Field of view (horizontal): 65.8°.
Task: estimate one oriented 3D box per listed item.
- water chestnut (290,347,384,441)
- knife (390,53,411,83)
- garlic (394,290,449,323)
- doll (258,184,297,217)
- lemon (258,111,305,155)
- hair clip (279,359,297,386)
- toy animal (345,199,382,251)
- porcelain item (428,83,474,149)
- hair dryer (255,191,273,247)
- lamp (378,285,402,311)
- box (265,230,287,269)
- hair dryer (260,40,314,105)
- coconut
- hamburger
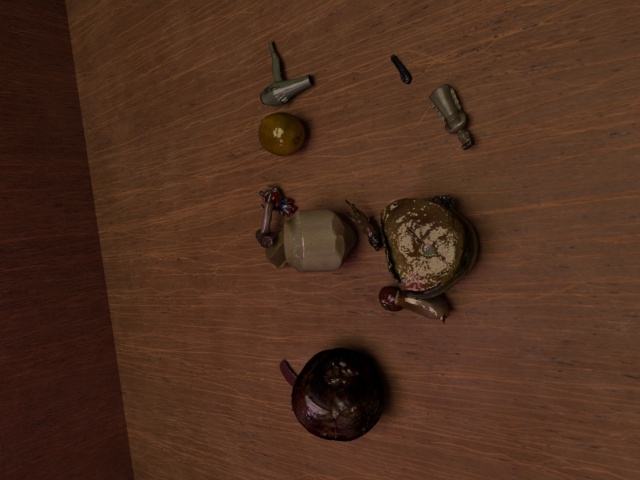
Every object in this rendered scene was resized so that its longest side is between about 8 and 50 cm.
[{"bbox_3d":[0.072,0.570,1.825,0.350,0.350,0.302,44,163,26],"label":"water chestnut"},{"bbox_3d":[0.266,-0.572,1.648,0.031,0.018,0.121,-40,69,33],"label":"knife"},{"bbox_3d":[0.350,0.218,1.617,0.198,0.129,0.090,29,116,37],"label":"garlic"},{"bbox_3d":[-0.181,-0.161,2.042,0.195,0.062,0.104,30,132,24],"label":"doll"},{"bbox_3d":[-0.153,-0.411,1.917,0.207,0.170,0.169,18,107,42],"label":"lemon"},{"bbox_3d":[-0.134,0.576,2.130,0.137,0.022,0.054,49,120,23],"label":"hair clip"},{"bbox_3d":[0.157,-0.062,1.764,0.069,0.086,0.219,-39,94,13],"label":"toy animal"},{"bbox_3d":[0.416,-0.377,1.530,0.084,0.054,0.213,-36,73,39],"label":"porcelain item"},{"bbox_3d":[-0.227,-0.092,2.030,0.195,0.054,0.220,-148,63,-75],"label":"hair dryer"},{"bbox_3d":[0.250,0.203,1.723,0.101,0.090,0.101,30,151,19],"label":"lamp"},{"bbox_3d":[-0.149,0.036,2.023,0.177,0.111,0.111,-49,66,28],"label":"box"},{"bbox_3d":[-0.123,-0.659,1.925,0.229,0.092,0.266,8,92,30],"label":"hair dryer"},{"bbox_3d":[0.000,0.000,1.812,0.237,0.266,0.237,180,90,-81],"label":"coconut"},{"bbox_3d":[0.335,0.015,1.538,0.277,0.195,0.317,-13,75,29],"label":"hamburger"}]
